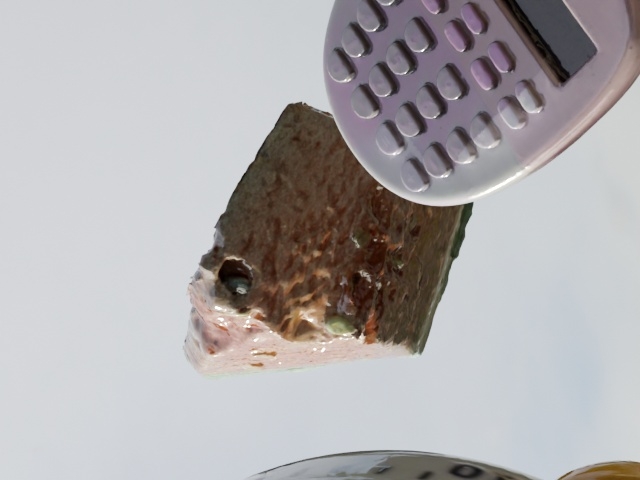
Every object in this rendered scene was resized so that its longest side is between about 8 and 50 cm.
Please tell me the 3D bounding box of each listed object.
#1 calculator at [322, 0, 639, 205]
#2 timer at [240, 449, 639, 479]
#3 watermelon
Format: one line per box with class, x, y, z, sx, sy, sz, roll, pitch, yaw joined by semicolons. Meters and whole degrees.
calculator;0.058;-0.076;0.608;0.024;0.166;0.103;-20;-108;-45
timer;0.010;0.172;0.458;0.240;0.233;0.233;-27;-79;-62
watermelon;0.000;0.000;1.094;0.257;0.139;0.193;67;-133;-75
